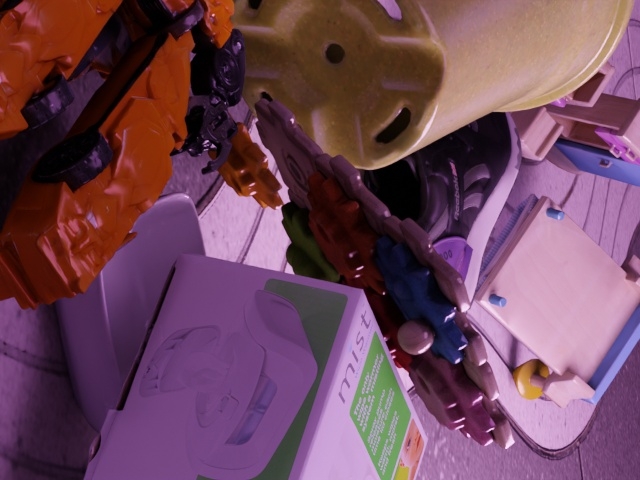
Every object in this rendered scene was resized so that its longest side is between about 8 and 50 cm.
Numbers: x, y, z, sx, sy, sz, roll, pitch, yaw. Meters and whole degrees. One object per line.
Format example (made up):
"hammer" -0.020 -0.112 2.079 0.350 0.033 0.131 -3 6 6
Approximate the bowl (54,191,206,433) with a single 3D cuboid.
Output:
"bowl" -0.118 0.049 1.194 0.142 0.053 0.142 -38 120 -65

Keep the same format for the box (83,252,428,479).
"box" -0.048 0.177 1.149 0.231 0.126 0.262 68 38 -59

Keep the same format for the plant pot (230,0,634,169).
"plant pot" 0.067 -0.182 1.462 0.254 0.276 0.276 -40 123 -50

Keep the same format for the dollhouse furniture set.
"dollhouse furniture set" 0.205 -0.026 1.976 0.286 0.198 0.303 39 79 -33

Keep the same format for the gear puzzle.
"gear puzzle" 0.000 0.000 1.251 0.339 0.044 0.175 44 -18 45

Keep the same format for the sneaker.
"sneaker" 0.099 -0.060 1.681 0.124 0.107 0.283 56 36 -40

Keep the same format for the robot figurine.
"robot figurine" -0.138 -0.104 1.113 0.211 0.085 0.291 60 32 -25
